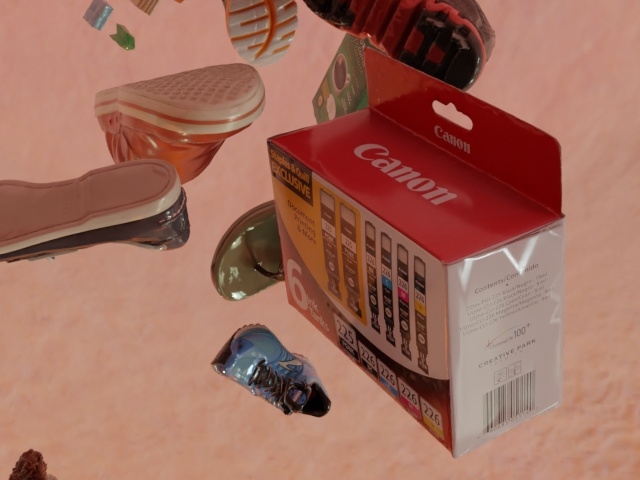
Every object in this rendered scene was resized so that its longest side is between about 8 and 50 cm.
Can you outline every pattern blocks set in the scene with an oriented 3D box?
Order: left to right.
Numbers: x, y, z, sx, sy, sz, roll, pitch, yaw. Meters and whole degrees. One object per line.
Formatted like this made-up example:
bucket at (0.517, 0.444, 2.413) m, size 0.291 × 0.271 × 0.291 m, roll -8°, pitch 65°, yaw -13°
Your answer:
pattern blocks set at (-0.264, -0.462, 1.616) m, size 0.026 × 0.325 × 0.285 m, roll 22°, pitch -174°, yaw -45°

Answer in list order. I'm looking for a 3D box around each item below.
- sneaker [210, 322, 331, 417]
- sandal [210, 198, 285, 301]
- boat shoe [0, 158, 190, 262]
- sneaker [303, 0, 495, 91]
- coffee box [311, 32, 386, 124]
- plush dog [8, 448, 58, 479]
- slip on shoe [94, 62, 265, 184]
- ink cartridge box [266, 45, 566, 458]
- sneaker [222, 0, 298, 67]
sneaker at (-0.040, 0.135, 1.004) m, size 0.063 × 0.073 × 0.162 m, roll -54°, pitch 138°, yaw 6°
sandal at (0.001, -0.001, 1.274) m, size 0.302 × 0.086 × 0.120 m, roll -22°, pitch 131°, yaw 5°
boat shoe at (-0.192, -0.003, 0.723) m, size 0.206 × 0.075 × 0.065 m, roll -11°, pitch 134°, yaw 6°
sneaker at (0.076, -0.262, 1.083) m, size 0.276 × 0.135 × 0.098 m, roll 39°, pitch 127°, yaw 12°
coffee box at (0.044, -0.201, 1.344) m, size 0.040 × 0.113 × 0.184 m, roll 3°, pitch 144°, yaw -22°
plush dog at (-0.391, 0.433, 1.456) m, size 0.262 × 0.210 × 0.225 m, roll 37°, pitch 132°, yaw 18°
slip on shoe at (-0.128, -0.098, 0.904) m, size 0.123 × 0.331 × 0.101 m, roll -14°, pitch 99°, yaw -22°
ink cartridge box at (0.079, -0.005, 0.950) m, size 0.130 × 0.309 × 0.272 m, roll -21°, pitch 123°, yaw -23°
sneaker at (-0.083, -0.297, 1.132) m, size 0.084 × 0.083 × 0.215 m, roll -20°, pitch 123°, yaw -10°
